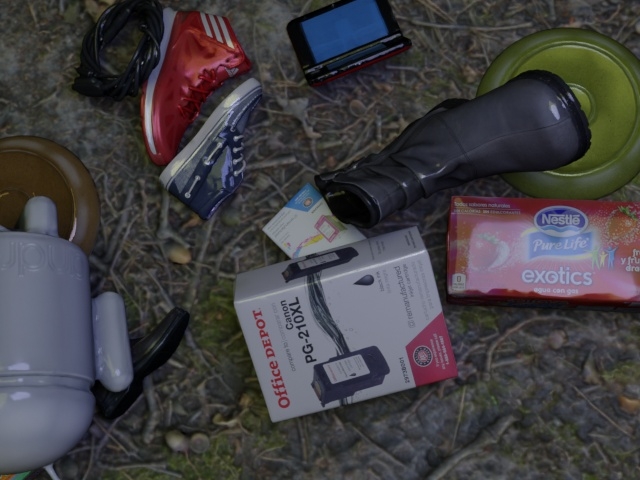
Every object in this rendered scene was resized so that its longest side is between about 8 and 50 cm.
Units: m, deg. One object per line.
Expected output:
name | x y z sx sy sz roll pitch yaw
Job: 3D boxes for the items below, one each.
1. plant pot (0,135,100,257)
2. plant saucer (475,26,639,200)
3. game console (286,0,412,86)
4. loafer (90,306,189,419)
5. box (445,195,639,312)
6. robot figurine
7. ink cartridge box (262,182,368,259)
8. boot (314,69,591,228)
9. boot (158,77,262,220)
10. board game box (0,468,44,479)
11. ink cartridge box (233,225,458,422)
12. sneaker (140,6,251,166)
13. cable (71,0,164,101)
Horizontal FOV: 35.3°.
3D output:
plant pot | -0.417 -0.032 1.363 0.236 0.032 0.236 -1 80 5
plant saucer | 0.320 -0.168 1.303 0.241 0.037 0.241 -1 80 6
game console | 0.035 -0.271 1.331 0.144 0.124 0.085 -22 105 3
loafer | -0.237 0.148 1.298 0.061 0.062 0.170 39 85 16
box | 0.281 0.019 1.227 0.257 0.128 0.123 2 80 7
robot figurine | -0.375 0.123 1.205 0.300 0.200 0.353 0 71 -23
ink cartridge box | 0.000 0.000 1.301 0.122 0.052 0.088 44 88 10
boot | 0.138 -0.083 1.150 0.222 0.338 0.118 -30 97 -19
boot | -0.122 -0.120 1.334 0.086 0.069 0.190 41 95 4
board game box | -0.444 0.233 1.311 0.160 0.047 0.210 -41 78 -3
ink cartridge box | 0.029 0.102 1.223 0.237 0.100 0.172 -15 108 3
sneaker | -0.162 -0.206 1.338 0.128 0.087 0.221 3 82 8
cable | -0.258 -0.257 1.338 0.184 0.047 0.150 7 68 48
